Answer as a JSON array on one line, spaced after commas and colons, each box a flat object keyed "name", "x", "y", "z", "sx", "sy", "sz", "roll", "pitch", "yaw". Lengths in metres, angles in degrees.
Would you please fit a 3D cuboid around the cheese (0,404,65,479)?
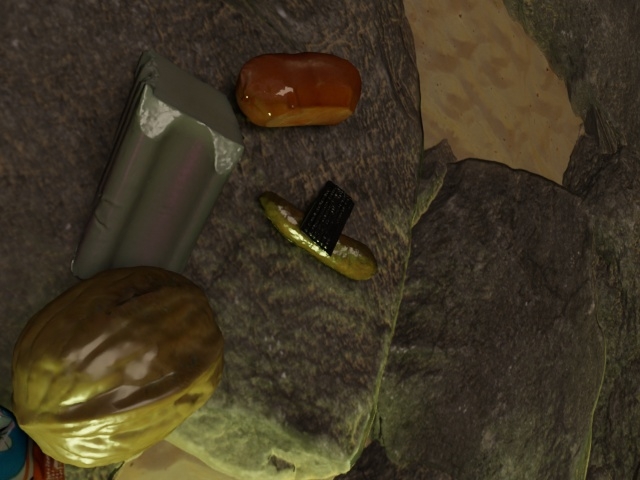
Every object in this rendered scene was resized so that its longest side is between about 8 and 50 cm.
[{"name": "cheese", "x": -0.436, "y": 0.251, "z": 0.477, "sx": 0.329, "sy": 0.217, "sz": 0.129, "roll": 8, "pitch": 118, "yaw": -31}]

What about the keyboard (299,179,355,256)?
[{"name": "keyboard", "x": 0.018, "y": -0.047, "z": 0.883, "sx": 0.074, "sy": 0.015, "sz": 0.196, "roll": 38, "pitch": 36, "yaw": -7}]

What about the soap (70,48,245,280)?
[{"name": "soap", "x": -0.251, "y": -0.102, "z": 0.741, "sx": 0.158, "sy": 0.258, "sz": 0.302, "roll": 20, "pitch": 116, "yaw": -32}]

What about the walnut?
[{"name": "walnut", "x": -0.240, "y": 0.146, "z": 0.594, "sx": 0.261, "sy": 0.224, "sz": 0.225, "roll": -37, "pitch": 105, "yaw": -57}]

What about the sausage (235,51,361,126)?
[{"name": "sausage", "x": -0.035, "y": -0.271, "z": 0.871, "sx": 0.258, "sy": 0.133, "sz": 0.133, "roll": -13, "pitch": 90, "yaw": -32}]

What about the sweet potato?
[{"name": "sweet potato", "x": 0.000, "y": 0.000, "z": 0.889, "sx": 0.273, "sy": 0.075, "sz": 0.075, "roll": 31, "pitch": 66, "yaw": -23}]
